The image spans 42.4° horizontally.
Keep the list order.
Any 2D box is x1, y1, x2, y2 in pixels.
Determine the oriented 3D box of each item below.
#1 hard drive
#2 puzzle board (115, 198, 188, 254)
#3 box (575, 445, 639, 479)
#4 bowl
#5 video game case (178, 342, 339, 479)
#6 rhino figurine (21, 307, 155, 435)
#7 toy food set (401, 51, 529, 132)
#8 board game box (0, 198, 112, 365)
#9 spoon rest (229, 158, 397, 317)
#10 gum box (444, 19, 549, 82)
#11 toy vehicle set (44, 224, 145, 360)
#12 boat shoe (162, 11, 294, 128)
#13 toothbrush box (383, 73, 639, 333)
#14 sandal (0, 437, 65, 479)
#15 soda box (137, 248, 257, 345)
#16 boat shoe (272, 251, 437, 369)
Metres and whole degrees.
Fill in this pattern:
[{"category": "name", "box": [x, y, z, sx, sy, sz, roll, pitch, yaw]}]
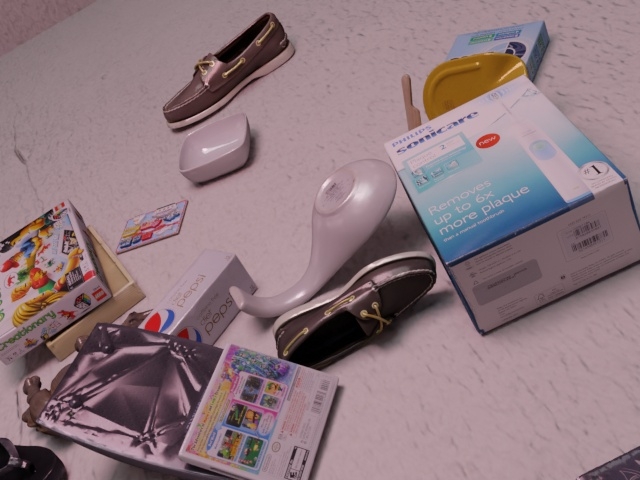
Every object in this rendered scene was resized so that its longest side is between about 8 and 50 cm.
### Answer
[{"category": "hard drive", "box": [-0.186, 0.198, 0.992, 0.254, 0.054, 0.172, 13, 48, 11]}, {"category": "puzzle board", "box": [-0.300, -0.027, 1.468, 0.128, 0.011, 0.096, -17, 37, 17]}, {"category": "box", "box": [0.313, 0.229, 0.636, 0.158, 0.093, 0.156, -28, 34, 4]}, {"category": "bowl", "box": [-0.189, -0.165, 1.525, 0.142, 0.053, 0.142, -20, 36, 12]}, {"category": "video game case", "box": [-0.067, 0.201, 0.944, 0.143, 0.019, 0.157, 16, 49, 5]}, {"category": "rhino figurine", "box": [-0.315, 0.180, 1.167, 0.243, 0.073, 0.106, -42, 33, -20]}, {"category": "toy food set", "box": [0.230, -0.219, 1.246, 0.217, 0.128, 0.071, -2, 23, 41]}, {"category": "board game box", "box": [-0.468, 0.058, 1.379, 0.193, 0.053, 0.305, -34, 35, -6]}, {"category": "spoon rest", "box": [0.000, 0.000, 1.122, 0.276, 0.084, 0.137, -45, 36, 6]}, {"category": "gum box", "box": [0.274, -0.282, 1.351, 0.157, 0.041, 0.184, -1, 45, 34]}, {"category": "toy vehicle set", "box": [-0.411, 0.079, 1.393, 0.166, 0.035, 0.267, -38, 35, -11]}, {"category": "boat shoe", "box": [-0.206, -0.357, 1.740, 0.324, 0.097, 0.116, -36, 35, -10]}, {"category": "toothbrush box", "box": [0.228, -0.057, 1.029, 0.216, 0.126, 0.295, -25, 34, 6]}, {"category": "sandal", "box": [-0.447, 0.305, 1.118, 0.254, 0.054, 0.097, 1, 45, 37]}, {"category": "soda box", "box": [-0.186, 0.113, 1.155, 0.069, 0.074, 0.216, 8, 50, 40]}, {"category": "boat shoe", "box": [0.047, 0.093, 1.015, 0.227, 0.081, 0.069, -30, 37, 12]}]
